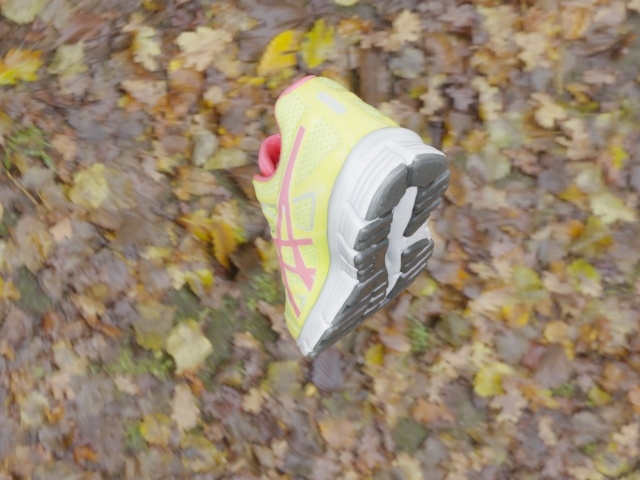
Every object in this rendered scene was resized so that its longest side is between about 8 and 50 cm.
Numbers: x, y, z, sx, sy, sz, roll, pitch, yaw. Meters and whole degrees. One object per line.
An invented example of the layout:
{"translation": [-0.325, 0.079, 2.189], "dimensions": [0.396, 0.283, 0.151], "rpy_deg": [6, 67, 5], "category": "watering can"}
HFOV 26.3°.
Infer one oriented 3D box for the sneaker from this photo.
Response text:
{"translation": [0.005, -0.014, 0.715], "dimensions": [0.081, 0.208, 0.094], "rpy_deg": [-36, 72, -26], "category": "sneaker"}
